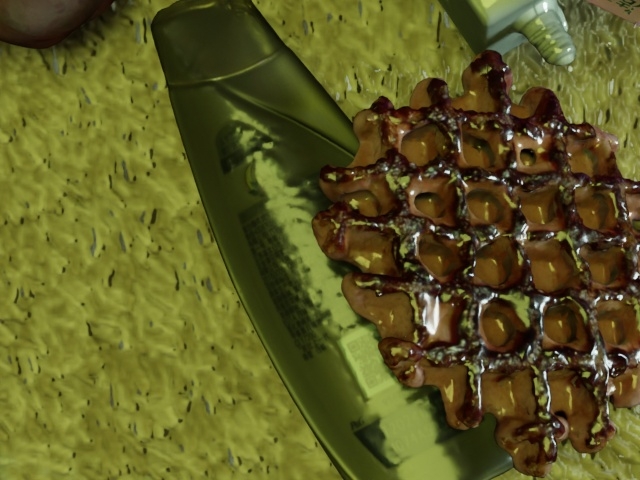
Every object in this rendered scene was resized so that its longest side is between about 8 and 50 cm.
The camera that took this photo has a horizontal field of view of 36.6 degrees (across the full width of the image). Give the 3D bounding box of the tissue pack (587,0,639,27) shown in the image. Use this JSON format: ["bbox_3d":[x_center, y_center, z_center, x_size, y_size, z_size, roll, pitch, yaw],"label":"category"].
[{"bbox_3d":[0.165,-0.263,0.544,0.148,0.092,0.246,26,65,0],"label":"tissue pack"}]

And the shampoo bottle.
[{"bbox_3d":[0.000,0.000,0.610,0.125,0.084,0.350,-28,80,-4],"label":"shampoo bottle"}]

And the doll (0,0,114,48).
[{"bbox_3d":[-0.225,-0.255,0.645,0.196,0.152,0.256,-39,83,18],"label":"doll"}]

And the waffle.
[{"bbox_3d":[0.109,0.004,0.564,0.234,0.055,0.221,43,64,-1],"label":"waffle"}]

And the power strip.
[{"bbox_3d":[0.055,-0.242,0.616,0.058,0.098,0.338,-33,79,3],"label":"power strip"}]
